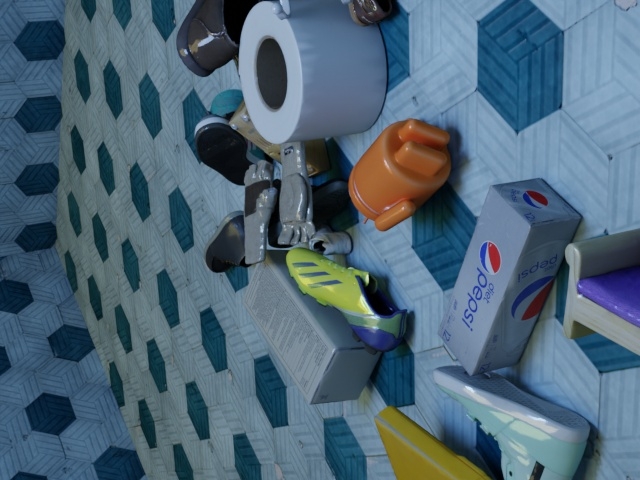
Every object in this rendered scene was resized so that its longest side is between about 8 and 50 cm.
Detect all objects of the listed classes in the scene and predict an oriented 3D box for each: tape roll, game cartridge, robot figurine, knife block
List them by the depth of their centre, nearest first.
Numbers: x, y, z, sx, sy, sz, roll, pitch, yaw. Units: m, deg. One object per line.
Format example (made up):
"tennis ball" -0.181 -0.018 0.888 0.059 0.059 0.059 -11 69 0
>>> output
"game cartridge" 0.227 0.439 1.470 0.323 0.052 0.285 26 143 55
"robot figurine" 0.122 -0.105 1.471 0.158 0.128 0.219 64 150 13
"tape roll" -0.017 -0.299 1.619 0.246 0.169 0.246 32 128 55
"knife block" -0.058 -0.290 1.816 0.275 0.242 0.088 37 159 -17

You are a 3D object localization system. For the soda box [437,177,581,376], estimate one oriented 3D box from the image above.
"soda box" 0.261 0.057 1.309 0.098 0.091 0.286 54 143 41

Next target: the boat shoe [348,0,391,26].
"boat shoe" 0.073 -0.457 1.504 0.073 0.073 0.207 -6 101 61

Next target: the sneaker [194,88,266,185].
"sneaker" -0.192 -0.244 1.940 0.295 0.124 0.178 51 -155 -69

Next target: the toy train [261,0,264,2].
"toy train" -0.132 -0.441 1.922 0.166 0.046 0.125 68 152 26

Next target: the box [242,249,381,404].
"box" -0.022 0.164 1.821 0.311 0.121 0.148 52 129 41

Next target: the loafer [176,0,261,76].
"loafer" -0.152 -0.466 1.762 0.130 0.134 0.366 -9 55 36

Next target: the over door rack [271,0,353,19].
"over door rack" 0.006 -0.527 1.419 0.108 0.239 0.324 -19 -81 -75

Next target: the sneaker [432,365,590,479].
"sneaker" 0.254 0.285 1.342 0.256 0.094 0.151 25 111 41

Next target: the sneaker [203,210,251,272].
"sneaker" -0.212 0.040 2.202 0.118 0.083 0.222 64 148 26

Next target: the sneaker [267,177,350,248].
"sneaker" -0.034 -0.087 1.796 0.227 0.087 0.130 -37 57 45

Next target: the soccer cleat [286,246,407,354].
"soccer cleat" 0.051 0.084 1.689 0.289 0.093 0.121 41 126 31

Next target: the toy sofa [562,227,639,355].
"toy sofa" 0.426 0.074 0.943 0.362 0.150 0.177 34 130 54

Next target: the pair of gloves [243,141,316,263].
"pair of gloves" -0.082 -0.071 1.753 0.240 0.042 0.204 -27 62 53

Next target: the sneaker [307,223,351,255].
"sneaker" 0.000 0.000 1.814 0.152 0.061 0.054 12 113 62
